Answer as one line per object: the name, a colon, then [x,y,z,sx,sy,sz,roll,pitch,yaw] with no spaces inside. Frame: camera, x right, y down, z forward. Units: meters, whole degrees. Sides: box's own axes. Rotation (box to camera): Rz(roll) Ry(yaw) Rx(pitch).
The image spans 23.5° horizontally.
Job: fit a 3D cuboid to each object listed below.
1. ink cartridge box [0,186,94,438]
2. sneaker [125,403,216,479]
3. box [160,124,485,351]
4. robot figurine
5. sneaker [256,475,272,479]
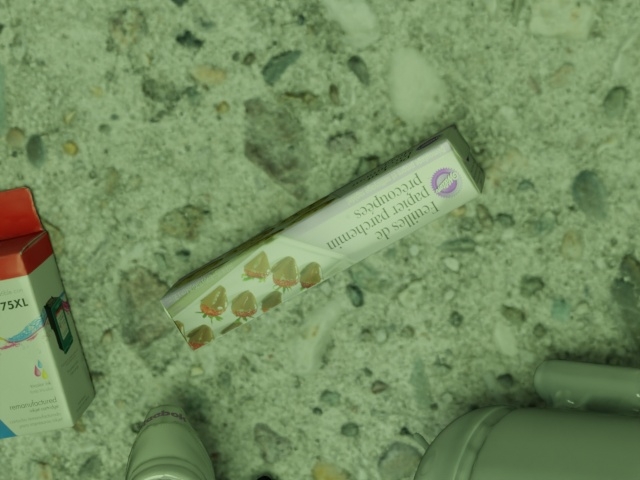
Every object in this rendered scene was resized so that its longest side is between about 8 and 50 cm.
ink cartridge box: [-0.323,0.075,1.515,0.134,0.078,0.231,-11,104,13]
sneaker: [-0.131,0.295,1.542,0.114,0.152,0.305,-5,130,-3]
box: [0.000,0.000,1.443,0.324,0.067,0.063,-29,101,18]
robot figurine: [0.227,0.254,1.382,0.353,0.200,0.300,2,69,35]
sneaker: [-0.010,0.291,1.538,0.162,0.063,0.073,28,107,0]
